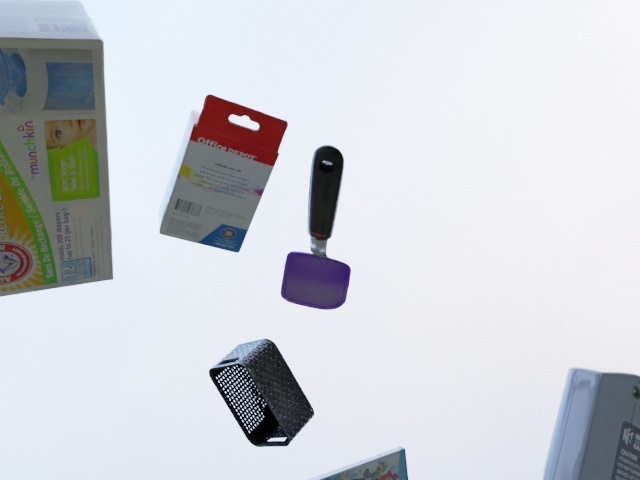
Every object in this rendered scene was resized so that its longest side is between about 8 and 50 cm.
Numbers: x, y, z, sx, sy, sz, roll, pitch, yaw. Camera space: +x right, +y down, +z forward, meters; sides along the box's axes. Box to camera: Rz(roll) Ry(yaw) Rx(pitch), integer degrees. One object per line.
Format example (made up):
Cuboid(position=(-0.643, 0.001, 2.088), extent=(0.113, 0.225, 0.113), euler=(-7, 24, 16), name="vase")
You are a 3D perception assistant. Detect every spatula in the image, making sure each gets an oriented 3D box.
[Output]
Cuboid(position=(0.000, 0.000, 0.619), extent=(0.084, 0.030, 0.296), euler=(13, -30, 4), name="spatula")

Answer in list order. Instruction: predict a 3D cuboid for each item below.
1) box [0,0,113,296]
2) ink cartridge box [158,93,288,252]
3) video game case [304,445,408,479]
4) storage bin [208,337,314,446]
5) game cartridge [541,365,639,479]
Cuboid(position=(-0.227, -0.068, 0.441), extent=(0.114, 0.103, 0.203), euler=(-9, -52, -26), name="box")
Cuboid(position=(-0.154, -0.108, 0.891), extent=(0.134, 0.078, 0.231), euler=(15, -66, -24), name="ink cartridge box")
Cuboid(position=(0.056, 0.377, 0.827), extent=(0.166, 0.015, 0.119), euler=(-9, -85, -27), name="video game case")
Cuboid(position=(-0.109, 0.285, 1.078), extent=(0.122, 0.084, 0.180), euler=(-21, -78, 43), name="storage bin")
Cuboid(position=(0.346, 0.251, 0.609), extent=(0.294, 0.060, 0.196), euler=(30, -104, -25), name="game cartridge")
